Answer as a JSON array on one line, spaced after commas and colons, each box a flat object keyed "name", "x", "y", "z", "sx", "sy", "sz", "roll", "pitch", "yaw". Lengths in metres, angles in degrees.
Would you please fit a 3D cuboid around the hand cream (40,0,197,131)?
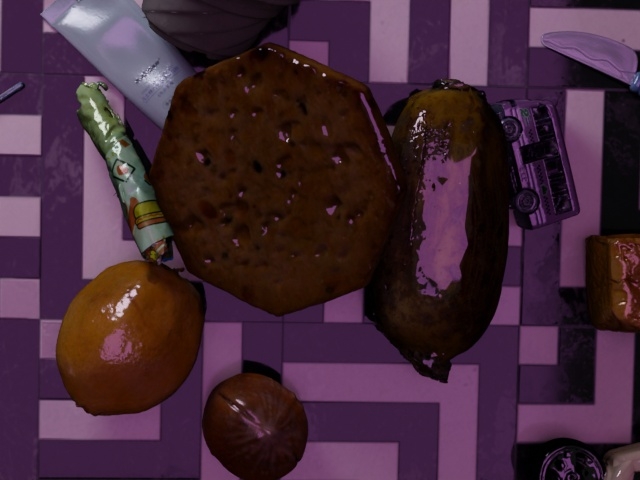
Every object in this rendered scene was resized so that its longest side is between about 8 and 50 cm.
[{"name": "hand cream", "x": -0.228, "y": -0.227, "z": 1.721, "sx": 0.109, "sy": 0.067, "sz": 0.321, "roll": -44, "pitch": 90, "yaw": 0}]

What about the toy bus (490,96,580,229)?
[{"name": "toy bus", "x": 0.290, "y": -0.110, "z": 1.748, "sx": 0.098, "sy": 0.087, "sz": 0.178, "roll": -16, "pitch": 97, "yaw": -5}]

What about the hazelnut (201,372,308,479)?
[{"name": "hazelnut", "x": -0.090, "y": 0.253, "z": 1.709, "sx": 0.150, "sy": 0.150, "sz": 0.150, "roll": 0, "pitch": 93, "yaw": -4}]

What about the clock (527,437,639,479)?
[{"name": "clock", "x": 0.494, "y": 0.372, "z": 1.775, "sx": 0.378, "sy": 0.120, "sz": 0.277, "roll": -15, "pitch": 89, "yaw": -4}]

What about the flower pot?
[{"name": "flower pot", "x": -0.143, "y": -0.323, "z": 1.654, "sx": 0.235, "sy": 0.235, "sz": 0.141, "roll": 25, "pitch": 113, "yaw": -5}]

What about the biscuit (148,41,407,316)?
[{"name": "biscuit", "x": -0.058, "y": -0.075, "z": 1.640, "sx": 0.359, "sy": 0.046, "sz": 0.359, "roll": 7, "pitch": 108, "yaw": 21}]

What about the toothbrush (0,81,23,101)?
[{"name": "toothbrush", "x": -0.469, "y": -0.163, "z": 1.724, "sx": 0.167, "sy": 0.011, "sz": 0.014, "roll": -34, "pitch": 100, "yaw": -2}]

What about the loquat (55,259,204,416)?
[{"name": "loquat", "x": -0.243, "y": 0.124, "z": 1.668, "sx": 0.176, "sy": 0.187, "sz": 0.234, "roll": 31, "pitch": 67, "yaw": 5}]

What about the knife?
[{"name": "knife", "x": 0.423, "y": -0.240, "z": 1.782, "sx": 0.244, "sy": 0.032, "sz": 0.058, "roll": 30, "pitch": 93, "yaw": -1}]

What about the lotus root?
[{"name": "lotus root", "x": 0.159, "y": -0.012, "z": 1.687, "sx": 0.179, "sy": 0.196, "sz": 0.398, "roll": 7, "pitch": 92, "yaw": 6}]

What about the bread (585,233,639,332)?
[{"name": "bread", "x": 0.444, "y": 0.060, "z": 1.734, "sx": 0.149, "sy": 0.158, "sz": 0.143, "roll": -1, "pitch": 88, "yaw": -3}]

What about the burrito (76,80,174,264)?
[{"name": "burrito", "x": -0.253, "y": -0.082, "z": 1.683, "sx": 0.054, "sy": 0.104, "sz": 0.288, "roll": -24, "pitch": 70, "yaw": -9}]
